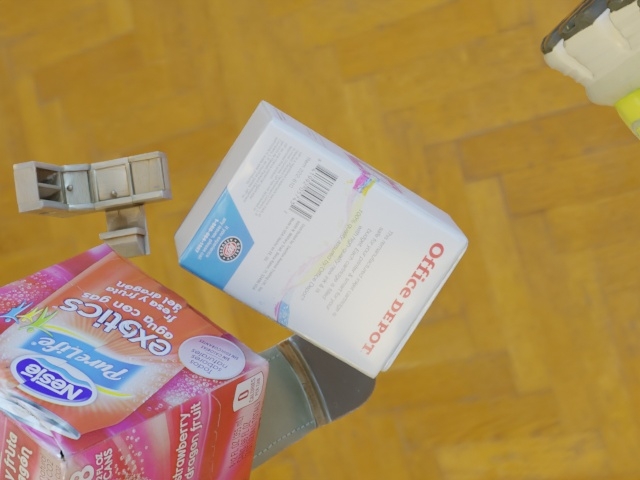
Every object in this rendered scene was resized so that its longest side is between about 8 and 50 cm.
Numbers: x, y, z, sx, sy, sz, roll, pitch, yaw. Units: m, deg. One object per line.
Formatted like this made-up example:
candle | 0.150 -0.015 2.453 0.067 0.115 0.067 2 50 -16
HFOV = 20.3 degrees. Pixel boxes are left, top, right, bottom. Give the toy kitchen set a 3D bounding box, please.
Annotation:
toy kitchen set | -0.151 -0.022 1.212 0.083 0.075 0.068 -10 85 17

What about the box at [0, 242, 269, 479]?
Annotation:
box | -0.125 0.149 0.875 0.123 0.128 0.256 33 129 31

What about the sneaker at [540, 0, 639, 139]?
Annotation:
sneaker | 0.122 -0.043 0.413 0.081 0.208 0.094 -43 94 -1

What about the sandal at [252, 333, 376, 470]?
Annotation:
sandal | -0.067 0.108 1.091 0.079 0.240 0.088 -30 78 39

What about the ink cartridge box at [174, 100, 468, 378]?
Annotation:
ink cartridge box | 0.000 0.000 0.909 0.088 0.122 0.052 -56 15 9
